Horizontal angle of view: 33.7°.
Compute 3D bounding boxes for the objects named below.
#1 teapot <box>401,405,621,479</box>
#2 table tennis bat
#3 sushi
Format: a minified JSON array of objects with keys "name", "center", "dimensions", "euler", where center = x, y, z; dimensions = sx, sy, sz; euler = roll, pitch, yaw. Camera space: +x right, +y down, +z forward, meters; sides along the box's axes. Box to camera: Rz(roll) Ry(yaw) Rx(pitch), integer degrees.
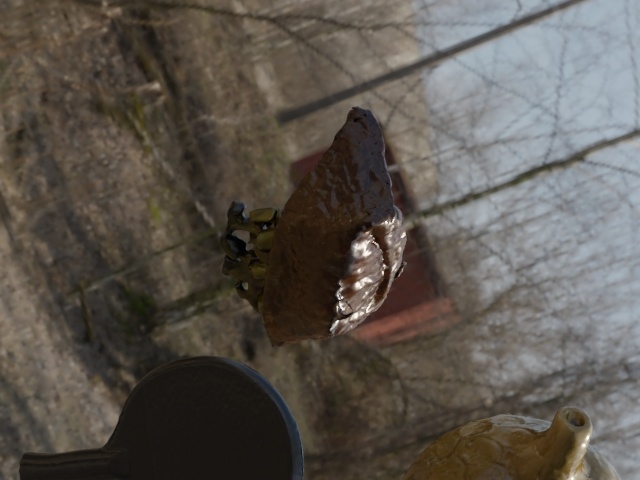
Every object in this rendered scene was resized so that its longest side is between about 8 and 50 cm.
[{"name":"teapot","center":[0.158,0.262,0.829],"dimensions":[0.167,0.204,0.311],"euler":[-129,-137,-63]},{"name":"table tennis bat","center":[-0.124,0.167,0.795],"dimensions":[0.027,0.237,0.150],"euler":[7,75,-70]},{"name":"sushi","center":[-0.002,0.003,1.252],"dimensions":[0.179,0.167,0.296],"euler":[40,-39,26]}]
